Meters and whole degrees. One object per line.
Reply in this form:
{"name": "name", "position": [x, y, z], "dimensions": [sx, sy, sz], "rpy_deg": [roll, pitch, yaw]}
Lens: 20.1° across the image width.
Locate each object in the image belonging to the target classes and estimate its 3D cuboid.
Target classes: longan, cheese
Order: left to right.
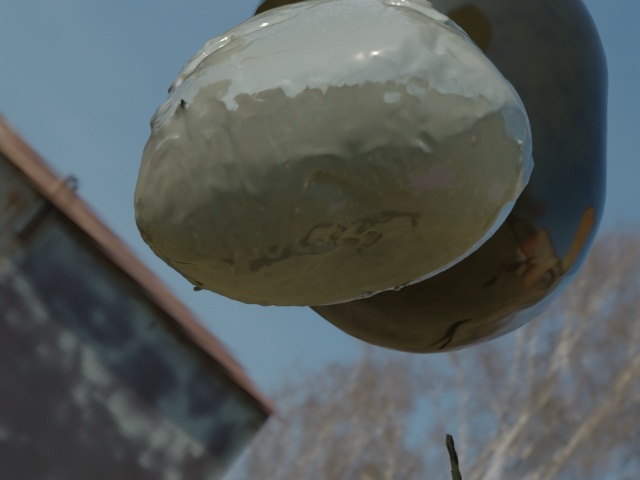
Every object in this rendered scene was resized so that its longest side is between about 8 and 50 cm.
{"name": "cheese", "position": [0.011, -0.048, 0.943], "dimensions": [0.189, 0.198, 0.154], "rpy_deg": [-86, 161, -63]}
{"name": "longan", "position": [0.085, -0.088, 1.503], "dimensions": [0.361, 0.361, 0.361], "rpy_deg": [34, -18, 13]}

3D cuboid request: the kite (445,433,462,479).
{"name": "kite", "position": [0.147, 0.298, 1.664], "dimensions": [0.229, 0.012, 0.250], "rpy_deg": [1, -73, 64]}
